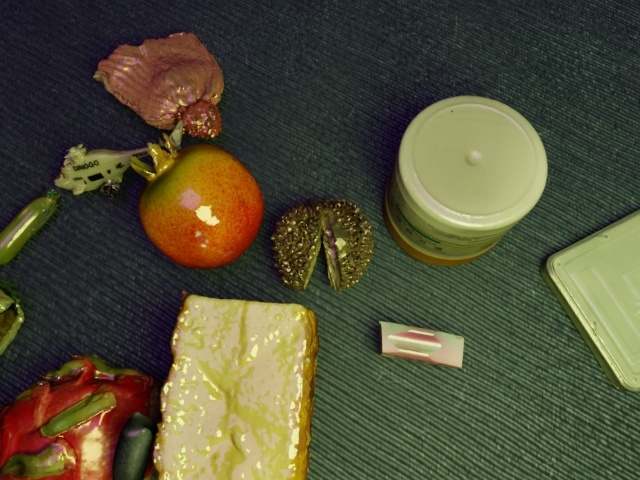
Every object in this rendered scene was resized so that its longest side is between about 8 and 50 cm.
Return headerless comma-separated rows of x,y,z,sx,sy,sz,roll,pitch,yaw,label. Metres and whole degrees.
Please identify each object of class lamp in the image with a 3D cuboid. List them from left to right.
0.583,0.098,0.907,0.266,0.047,0.269,-26,75,-8,lamp

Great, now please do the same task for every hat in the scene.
-0.294,-0.303,1.011,0.236,0.107,0.286,-34,68,-18,hat

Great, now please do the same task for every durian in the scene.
0.000,0.000,0.904,0.195,0.167,0.196,10,53,-14,durian

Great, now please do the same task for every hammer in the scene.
-0.263,0.368,0.680,0.137,0.037,0.290,6,106,-34,hammer

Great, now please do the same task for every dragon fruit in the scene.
-0.368,0.314,0.767,0.302,0.237,0.231,-28,119,-22,dragon fruit

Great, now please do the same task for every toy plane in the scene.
-0.386,-0.154,0.950,0.286,0.108,0.092,-12,52,8,toy plane

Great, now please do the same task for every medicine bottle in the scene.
0.237,-0.094,0.874,0.237,0.232,0.238,-1,73,2,medicine bottle

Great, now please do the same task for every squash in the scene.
-0.575,-0.025,0.963,0.052,0.052,0.183,34,73,10,squash

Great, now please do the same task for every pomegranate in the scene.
-0.218,-0.074,0.869,0.221,0.220,0.257,-50,123,-13,pomegranate

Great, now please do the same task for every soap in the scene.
0.169,0.182,0.860,0.148,0.100,0.056,10,74,3,soap

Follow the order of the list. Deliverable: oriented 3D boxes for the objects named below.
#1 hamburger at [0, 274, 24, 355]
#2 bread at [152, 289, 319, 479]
-0.682,0.180,0.860,0.211,0.132,0.309,26,77,6,hamburger
-0.110,0.241,0.760,0.206,0.279,0.279,6,72,0,bread
